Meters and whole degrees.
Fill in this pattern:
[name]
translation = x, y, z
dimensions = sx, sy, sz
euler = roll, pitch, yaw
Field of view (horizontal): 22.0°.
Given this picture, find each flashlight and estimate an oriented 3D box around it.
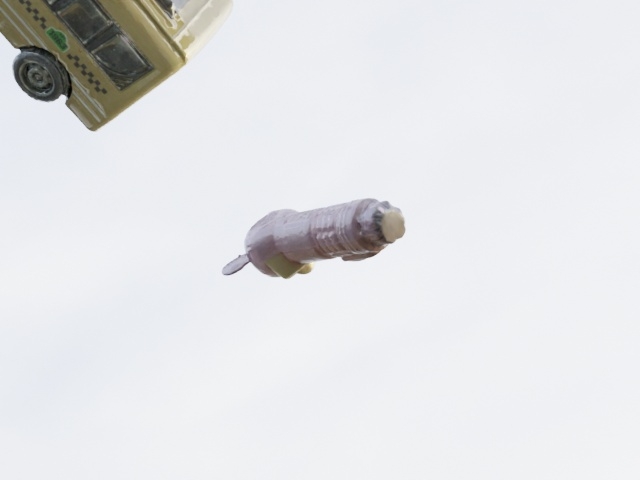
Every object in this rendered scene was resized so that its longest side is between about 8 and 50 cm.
[flashlight]
translation = 0.000, 0.000, 0.755
dimensions = 0.110, 0.052, 0.031
euler = -9, -61, 53

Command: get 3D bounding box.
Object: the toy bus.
[toy bus]
translation = -0.269, -0.307, 1.660
dimensions = 0.202, 0.177, 0.365
euler = -26, -68, 41
